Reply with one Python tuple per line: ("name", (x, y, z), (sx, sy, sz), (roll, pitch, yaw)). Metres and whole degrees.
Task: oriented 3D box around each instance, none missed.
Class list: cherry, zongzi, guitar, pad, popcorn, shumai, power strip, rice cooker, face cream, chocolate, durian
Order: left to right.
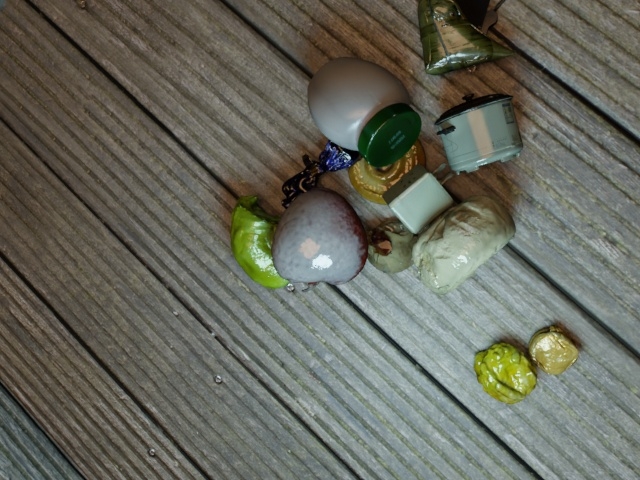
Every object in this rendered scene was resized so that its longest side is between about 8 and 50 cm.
("durian", (-0.202, 0.013, 1.707), (0.255, 0.204, 0.340), (8, 95, 3))
("chocolate", (-0.024, -0.237, 1.675), (0.343, 0.126, 0.148), (-39, 99, 28))
("cherry", (-0.013, 0.002, 1.565), (0.326, 0.291, 0.335), (-24, 94, -13))
("face cream", (0.136, -0.426, 1.511), (0.312, 0.219, 0.357), (-27, 59, -14))
("shumai", (0.239, 0.020, 1.621), (0.201, 0.120, 0.201), (1, 93, 17))
("power strip", (0.331, -0.154, 1.502), (0.224, 0.140, 0.139), (-41, 107, 12))
("zongzi", (0.449, -0.667, 1.463), (0.274, 0.125, 0.251), (-5, 107, 25))
("pad", (0.473, -0.812, 1.514), (0.163, 0.004, 0.243), (17, 97, 20))
("rice cooker", (0.487, -0.340, 1.454), (0.280, 0.241, 0.227), (-20, 96, -20))
("guitar", (0.552, -0.735, 1.502), (0.088, 0.025, 0.233), (46, 106, 12))
("popcorn", (0.605, 0.436, 1.546), (0.197, 0.155, 0.198), (-1, 78, 5))

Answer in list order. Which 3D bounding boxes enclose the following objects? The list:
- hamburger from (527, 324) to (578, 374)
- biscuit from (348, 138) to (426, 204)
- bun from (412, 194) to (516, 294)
("hamburger", (0.751, 0.355, 1.527), (0.138, 0.083, 0.147), (39, 106, 5))
("biscuit", (0.243, -0.238, 1.609), (0.274, 0.091, 0.213), (-42, 82, 13))
("bun", (0.427, 0.004, 1.460), (0.360, 0.359, 0.211), (-45, 75, 15))
